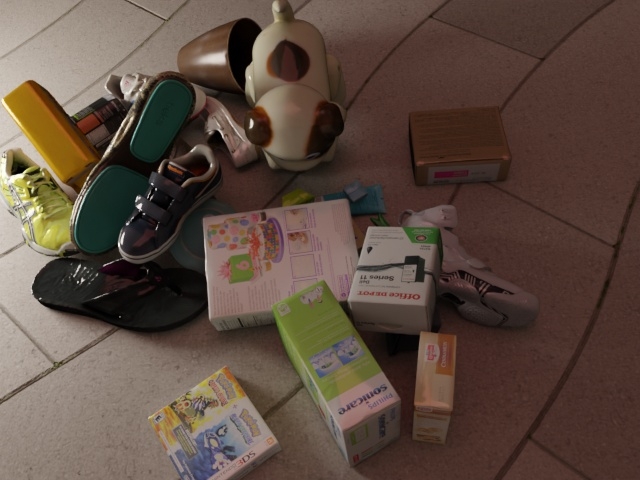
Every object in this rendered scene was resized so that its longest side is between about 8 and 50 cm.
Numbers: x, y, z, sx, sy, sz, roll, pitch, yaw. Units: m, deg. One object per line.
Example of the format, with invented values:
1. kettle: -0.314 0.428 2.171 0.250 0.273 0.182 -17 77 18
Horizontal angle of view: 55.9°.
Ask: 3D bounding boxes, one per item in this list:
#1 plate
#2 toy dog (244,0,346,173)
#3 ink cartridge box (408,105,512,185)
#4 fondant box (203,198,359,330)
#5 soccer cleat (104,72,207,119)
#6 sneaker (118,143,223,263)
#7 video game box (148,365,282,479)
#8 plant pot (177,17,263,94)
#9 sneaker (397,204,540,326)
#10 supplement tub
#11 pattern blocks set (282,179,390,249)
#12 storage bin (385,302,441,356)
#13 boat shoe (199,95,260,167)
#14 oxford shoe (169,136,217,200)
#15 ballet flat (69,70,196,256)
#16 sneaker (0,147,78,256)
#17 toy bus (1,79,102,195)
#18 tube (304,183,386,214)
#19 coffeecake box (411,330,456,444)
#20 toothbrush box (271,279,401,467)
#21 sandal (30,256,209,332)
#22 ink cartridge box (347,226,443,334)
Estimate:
1. plate: -0.270 -0.014 1.440 0.188 0.024 0.188 3 76 -11
2. toy dog: -0.052 -0.347 1.496 0.284 0.395 0.408 2 47 -6
3. ink cartridge box: 0.349 -0.243 1.542 0.234 0.088 0.193 -2 55 5
4. fondant box: -0.082 0.052 1.330 0.330 0.096 0.238 -7 67 -3
5. soccer cleat: -0.471 -0.404 1.687 0.331 0.143 0.116 11 75 33
6. sneaker: -0.350 -0.097 1.378 0.126 0.127 0.321 27 60 15
7. video game box: -0.208 0.379 1.184 0.187 0.048 0.205 -32 57 -18
8. plant pot: -0.300 -0.529 1.781 0.230 0.215 0.215 3 53 29
9. sneaker: 0.303 0.043 1.307 0.366 0.137 0.210 15 60 21
10. supplement tub: -0.638 -0.320 1.703 0.190 0.117 0.117 -40 59 -20
11. pattern blocks set: 0.000 0.000 1.416 0.325 0.026 0.285 -23 68 -8
12. storage bin: 0.189 0.171 1.240 0.091 0.135 0.098 1 52 -6
13. boat shoe: -0.278 -0.299 1.655 0.096 0.098 0.277 -34 58 -18
14. oxford shoe: -0.353 -0.194 1.582 0.132 0.130 0.364 -15 63 -12
15. ballet flat: -0.459 -0.191 1.473 0.483 0.164 0.182 -62 31 -1
16. sneaker: -0.705 -0.094 1.512 0.384 0.147 0.145 34 46 25
17. toy bus: -0.662 -0.244 1.559 0.108 0.130 0.333 -38 87 -4
18. tube: 0.056 -0.091 1.493 0.207 0.052 0.080 -8 76 -2
19. coffeecake box: 0.209 0.276 1.119 0.068 0.185 0.142 5 55 11
20. toothbrush box: 0.030 0.251 1.147 0.122 0.206 0.283 -27 56 -13
21. sandal: -0.467 0.108 1.374 0.445 0.107 0.167 4 54 11
22. ink cartridge box: 0.150 0.073 1.173 0.153 0.087 0.208 1 44 18
